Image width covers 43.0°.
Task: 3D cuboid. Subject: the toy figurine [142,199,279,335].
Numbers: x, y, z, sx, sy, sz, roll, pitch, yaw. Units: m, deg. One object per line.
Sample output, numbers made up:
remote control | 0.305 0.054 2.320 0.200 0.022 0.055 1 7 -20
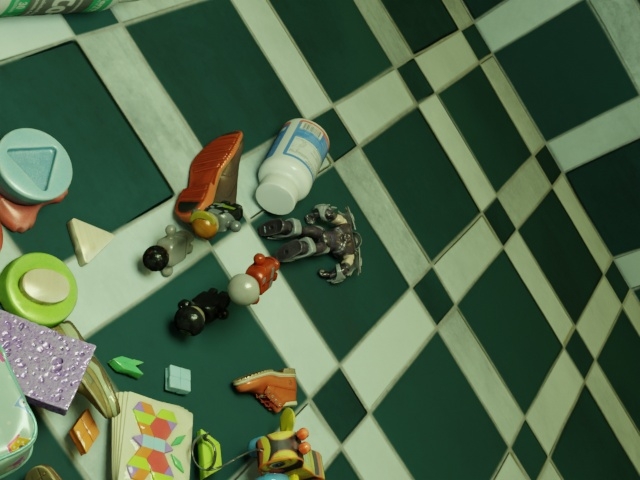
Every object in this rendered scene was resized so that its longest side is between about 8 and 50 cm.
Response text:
toy figurine | -0.207 0.049 1.502 0.209 0.213 0.148 60 27 -5

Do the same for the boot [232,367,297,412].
boot | -0.104 0.297 1.600 0.158 0.059 0.084 7 70 -45

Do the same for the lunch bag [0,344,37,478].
lunch bag | -0.535 0.215 1.102 0.224 0.108 0.279 -23 69 -32

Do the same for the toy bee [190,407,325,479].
toy bee | -0.063 0.401 1.460 0.298 0.162 0.195 9 58 -61

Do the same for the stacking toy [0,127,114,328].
stacking toy | -0.468 -0.023 1.333 0.279 0.130 0.309 43 45 -22

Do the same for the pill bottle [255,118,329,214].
pill bottle | -0.067 -0.164 1.828 0.124 0.124 0.221 44 45 -21

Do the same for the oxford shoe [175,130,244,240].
oxford shoe | -0.215 -0.119 1.693 0.098 0.097 0.271 57 41 -38

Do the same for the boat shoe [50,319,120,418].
boat shoe | -0.394 0.219 1.312 0.072 0.068 0.190 -26 59 -31

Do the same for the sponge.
sponge | -0.465 0.177 1.243 0.210 0.031 0.117 23 52 -8

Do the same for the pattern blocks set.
pattern blocks set | -0.283 0.347 1.365 0.285 0.026 0.324 15 49 -44

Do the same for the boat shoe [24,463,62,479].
boat shoe | -0.392 0.420 1.239 0.178 0.064 0.060 63 10 -3

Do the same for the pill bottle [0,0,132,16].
pill bottle | -0.490 -0.529 1.520 0.361 0.204 0.204 -24 87 -49

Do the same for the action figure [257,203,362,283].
action figure | 0.000 0.000 1.839 0.285 0.099 0.185 4 60 -49
